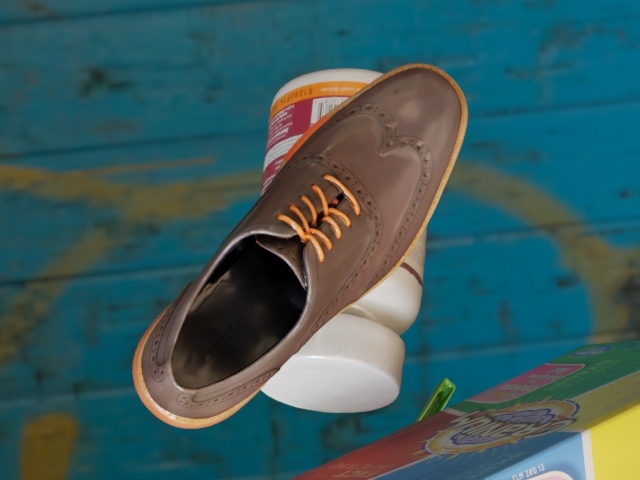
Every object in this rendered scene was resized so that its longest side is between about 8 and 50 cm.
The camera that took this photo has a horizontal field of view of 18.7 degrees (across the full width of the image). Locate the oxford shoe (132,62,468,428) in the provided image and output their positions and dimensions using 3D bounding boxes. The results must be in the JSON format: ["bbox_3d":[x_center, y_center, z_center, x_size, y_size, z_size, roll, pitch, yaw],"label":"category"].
[{"bbox_3d":[0.000,0.000,1.132,0.271,0.097,0.098,-52,1,-13],"label":"oxford shoe"}]

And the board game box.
[{"bbox_3d":[0.140,0.145,1.285,0.242,0.316,0.064,-12,98,60],"label":"board game box"}]

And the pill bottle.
[{"bbox_3d":[0.014,0.000,1.360,0.121,0.121,0.221,93,-177,-64],"label":"pill bottle"}]

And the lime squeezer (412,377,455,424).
[{"bbox_3d":[0.077,0.187,1.562,0.059,0.110,0.310,59,-176,-4],"label":"lime squeezer"}]
